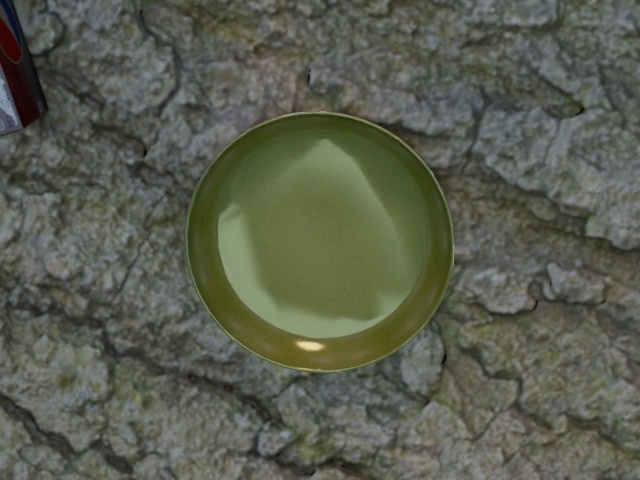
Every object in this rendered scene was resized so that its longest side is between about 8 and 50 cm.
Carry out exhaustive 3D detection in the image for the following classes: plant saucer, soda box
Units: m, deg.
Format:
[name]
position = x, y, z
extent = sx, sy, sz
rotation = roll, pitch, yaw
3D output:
[plant saucer]
position = 0.000, 0.000, 1.253
extent = 0.241, 0.037, 0.241
rotation = 2, 105, 6
[soda box]
position = -0.322, -0.215, 1.195
extent = 0.083, 0.092, 0.263
rotation = -15, 104, 9
